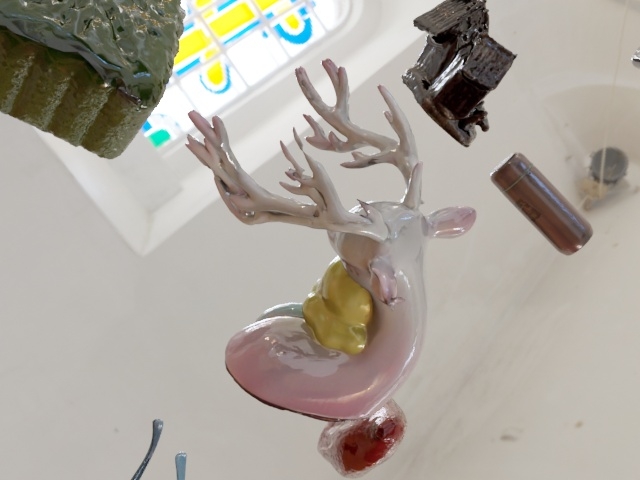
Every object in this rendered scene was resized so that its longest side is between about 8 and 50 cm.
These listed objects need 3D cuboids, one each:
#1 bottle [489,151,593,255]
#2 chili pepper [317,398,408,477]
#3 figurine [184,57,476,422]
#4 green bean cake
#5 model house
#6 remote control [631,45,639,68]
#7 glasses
[{"bbox_3d":[0.273,-0.046,0.907,0.140,0.053,0.053,46,-32,-1],"label":"bottle"},{"bbox_3d":[0.064,0.292,1.096,0.252,0.144,0.136,89,-4,-78],"label":"chili pepper"},{"bbox_3d":[-0.004,0.007,0.728,0.284,0.206,0.315,38,-55,16],"label":"figurine"},{"bbox_3d":[-0.311,-0.257,0.910,0.250,0.247,0.156,26,-47,-24],"label":"green bean cake"},{"bbox_3d":[0.205,-0.248,1.033,0.141,0.203,0.164,20,-58,-35],"label":"model house"},{"bbox_3d":[0.382,-0.177,0.702,0.029,0.067,0.261,42,12,-15],"label":"remote control"},{"bbox_3d":[-0.276,0.387,1.084,0.190,0.088,0.220,26,-76,61],"label":"glasses"}]
